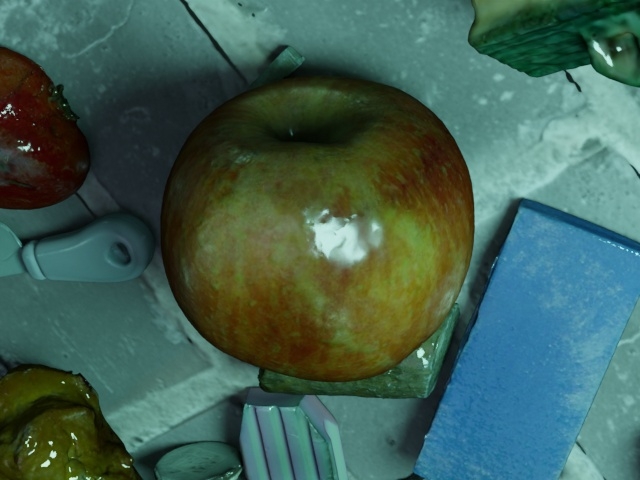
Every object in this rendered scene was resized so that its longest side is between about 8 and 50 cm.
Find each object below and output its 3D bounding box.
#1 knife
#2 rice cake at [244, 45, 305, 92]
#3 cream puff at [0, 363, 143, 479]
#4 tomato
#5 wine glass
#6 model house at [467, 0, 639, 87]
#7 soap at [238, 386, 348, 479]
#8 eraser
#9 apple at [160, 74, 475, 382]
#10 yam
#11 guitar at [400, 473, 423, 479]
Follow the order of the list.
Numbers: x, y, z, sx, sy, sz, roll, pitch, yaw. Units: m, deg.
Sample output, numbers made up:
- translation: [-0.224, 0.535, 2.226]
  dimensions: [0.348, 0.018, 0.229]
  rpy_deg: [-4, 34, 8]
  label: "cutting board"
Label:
- translation: [-0.326, 0.013, 1.975]
  dimensions: [0.331, 0.044, 0.080]
  rpy_deg: [-5, 118, 22]
  label: "knife"
- translation: [-0.059, -0.140, 1.818]
  dimensions: [0.022, 0.021, 0.121]
  rpy_deg: [46, 122, 0]
  label: "rice cake"
- translation: [-0.275, 0.235, 1.962]
  dimensions: [0.155, 0.269, 0.241]
  rpy_deg: [-33, 76, -10]
  label: "cream puff"
- translation: [-0.328, -0.093, 1.876]
  dimensions: [0.173, 0.099, 0.189]
  rpy_deg: [-19, 113, 22]
  label: "tomato"
- translation: [-0.117, 0.321, 2.041]
  dimensions: [0.111, 0.111, 0.204]
  rpy_deg: [-1, 114, 17]
  label: "wine glass"
- translation: [0.284, -0.265, 1.478]
  dimensions: [0.382, 0.334, 0.343]
  rpy_deg: [-10, 114, 32]
  label: "model house"
- translation: [-0.030, 0.218, 1.992]
  dimensions: [0.100, 0.056, 0.149]
  rpy_deg: [-4, 118, 14]
  label: "soap"
- translation: [0.205, 0.120, 1.855]
  dimensions: [0.144, 0.042, 0.312]
  rpy_deg: [21, 114, 5]
  label: "eraser"
- translation: [0.000, 0.000, 1.728]
  dimensions: [0.301, 0.301, 0.302]
  rpy_deg: [7, 120, 12]
  label: "apple"
- translation: [0.039, 0.103, 1.881]
  dimensions: [0.194, 0.107, 0.107]
  rpy_deg: [2, 119, 13]
  label: "yam"
- translation: [0.145, 0.216, 1.959]
  dimensions: [0.233, 0.025, 0.088]
  rpy_deg: [-38, 101, 30]
  label: "guitar"
